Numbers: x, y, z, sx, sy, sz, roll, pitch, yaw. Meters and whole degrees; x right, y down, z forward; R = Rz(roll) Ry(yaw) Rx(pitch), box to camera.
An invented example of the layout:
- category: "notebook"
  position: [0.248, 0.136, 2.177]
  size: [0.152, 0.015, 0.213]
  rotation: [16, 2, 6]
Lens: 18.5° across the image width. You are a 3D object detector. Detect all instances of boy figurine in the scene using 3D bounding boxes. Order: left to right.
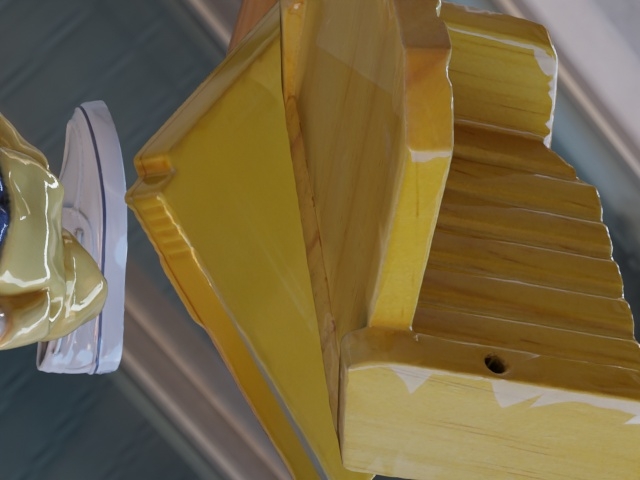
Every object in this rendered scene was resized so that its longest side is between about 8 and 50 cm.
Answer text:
- category: "boy figurine"
  position: [-0.214, -0.010, 1.259]
  size: [0.092, 0.177, 0.285]
  rotation: [-12, 160, 7]

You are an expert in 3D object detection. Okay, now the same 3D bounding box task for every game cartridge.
- category: "game cartridge"
  position: [0.000, 0.000, 1.526]
  size: [0.052, 0.324, 0.285]
  rotation: [-9, -150, 40]

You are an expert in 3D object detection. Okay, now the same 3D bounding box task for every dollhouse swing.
- category: "dollhouse swing"
  position: [0.123, -0.067, 1.283]
  size: [0.305, 0.315, 0.347]
  rotation: [120, -28, -42]

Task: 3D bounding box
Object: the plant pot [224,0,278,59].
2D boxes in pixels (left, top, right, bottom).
- category: "plant pot"
  position: [0.001, -0.165, 1.738]
  size: [0.205, 0.188, 0.205]
  rotation: [6, -158, -2]

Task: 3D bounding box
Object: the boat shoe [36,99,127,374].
- category: "boat shoe"
  position: [-0.239, 0.000, 1.880]
  size: [0.088, 0.267, 0.096]
  rotation: [-3, -161, -20]
